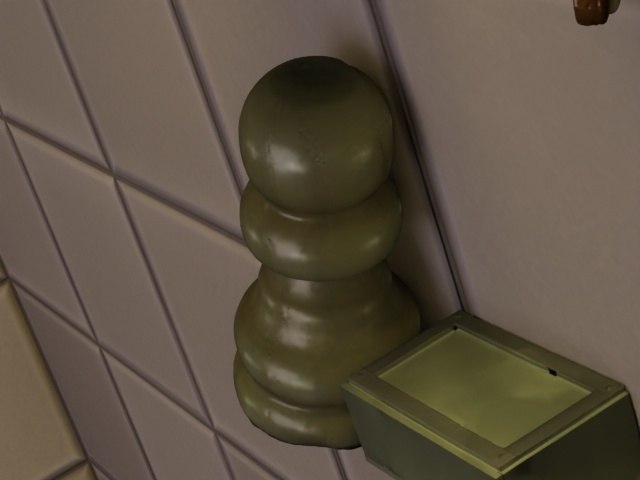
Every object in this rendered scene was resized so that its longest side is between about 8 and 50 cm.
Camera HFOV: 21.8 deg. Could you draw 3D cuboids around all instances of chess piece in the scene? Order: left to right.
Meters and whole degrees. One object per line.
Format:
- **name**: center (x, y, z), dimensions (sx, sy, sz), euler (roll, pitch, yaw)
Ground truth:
- **chess piece**: center (0.000, 0.000, 1.405), dimensions (0.182, 0.182, 0.330), euler (41, 146, 42)

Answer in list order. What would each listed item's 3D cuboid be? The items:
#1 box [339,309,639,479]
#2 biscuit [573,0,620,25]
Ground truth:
- **box**: center (0.133, 0.148, 1.322), dimensions (0.225, 0.129, 0.086), euler (24, 138, 57)
- **biscuit**: center (0.140, -0.222, 0.886), dimensions (0.138, 0.031, 0.205), euler (-75, -25, -51)
